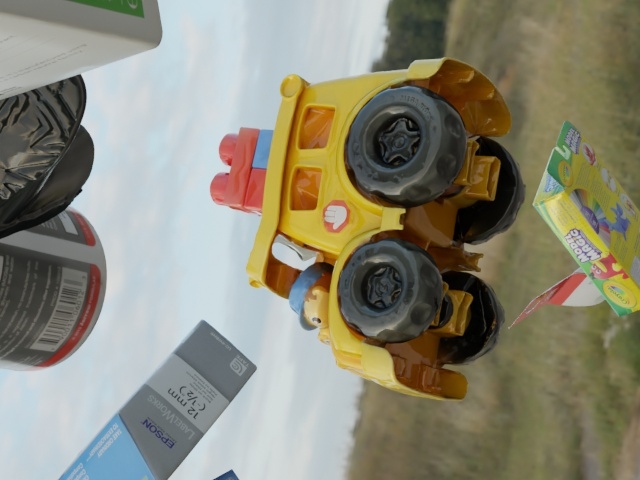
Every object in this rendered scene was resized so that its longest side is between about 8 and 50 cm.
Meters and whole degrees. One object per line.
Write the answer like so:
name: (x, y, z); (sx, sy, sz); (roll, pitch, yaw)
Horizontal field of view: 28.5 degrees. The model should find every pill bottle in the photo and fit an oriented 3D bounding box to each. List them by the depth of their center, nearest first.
pill bottle: (-0.422, 0.026, 1.367); (0.363, 0.210, 0.210); (18, -98, -57)

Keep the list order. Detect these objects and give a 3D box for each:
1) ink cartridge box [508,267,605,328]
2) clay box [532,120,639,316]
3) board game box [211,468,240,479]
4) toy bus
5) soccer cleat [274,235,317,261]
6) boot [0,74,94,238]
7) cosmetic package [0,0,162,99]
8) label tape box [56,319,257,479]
ink cartridge box: (0.394, 0.068, 1.849); (0.224, 0.056, 0.181); (-35, -13, -11)
clay box: (0.338, -0.029, 1.556); (0.053, 0.222, 0.127); (-28, 21, 37)
board game box: (-0.136, 0.350, 1.648); (0.090, 0.090, 0.020); (41, 154, 54)
toy bus: (0.017, -0.009, 0.880); (0.149, 0.211, 0.220); (26, -109, -60)
soccer cleat: (0.000, 0.000, 1.972); (0.068, 0.196, 0.076); (-176, 99, -69)
boot: (-0.266, -0.086, 1.158); (0.246, 0.094, 0.207); (-51, 1, 22)
cosmetic package: (-0.244, -0.170, 0.511); (0.365, 0.155, 0.197); (-4, -97, -61)
label tape box: (-0.256, 0.289, 1.668); (0.249, 0.115, 0.348); (-47, -1, 36)
